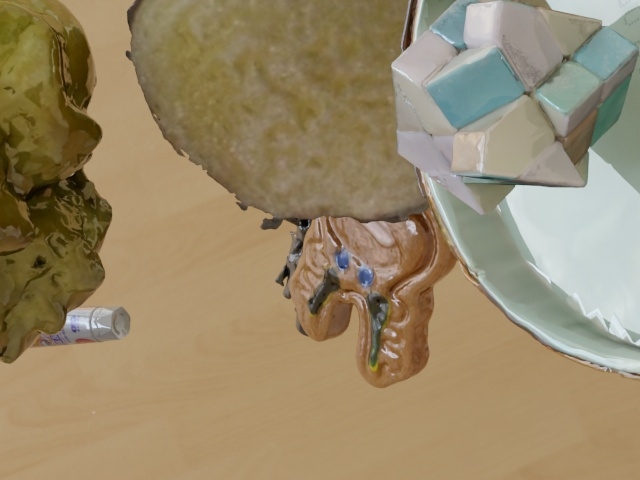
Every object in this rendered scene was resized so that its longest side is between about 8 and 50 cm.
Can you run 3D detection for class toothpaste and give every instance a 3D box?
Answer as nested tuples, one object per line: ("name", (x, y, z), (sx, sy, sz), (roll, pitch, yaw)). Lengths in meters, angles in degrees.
("toothpaste", (-0.319, 0.103, 1.585), (0.043, 0.195, 0.067), (-55, 132, -49))

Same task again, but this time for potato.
("potato", (-0.014, -0.175, 1.126), (0.301, 0.237, 0.288), (-9, 106, -6))

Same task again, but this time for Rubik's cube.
("Rubik's cube", (0.071, -0.048, 0.462), (0.073, 0.084, 0.075), (40, 88, 20))

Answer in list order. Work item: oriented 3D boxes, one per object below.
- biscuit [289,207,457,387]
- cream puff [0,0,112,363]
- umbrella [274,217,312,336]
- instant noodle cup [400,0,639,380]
("biscuit", (0.055, -0.007, 1.347), (0.047, 0.333, 0.202), (-16, 42, -40))
("cream puff", (-0.301, -0.029, 1.038), (0.275, 0.378, 0.378), (40, 78, -5))
("umbrella", (-0.012, -0.004, 1.716), (0.154, 0.336, 0.128), (20, 39, -1))
("instant noodle cup", (0.185, -0.065, 0.538), (0.214, 0.296, 0.296), (-7, 83, -43))
